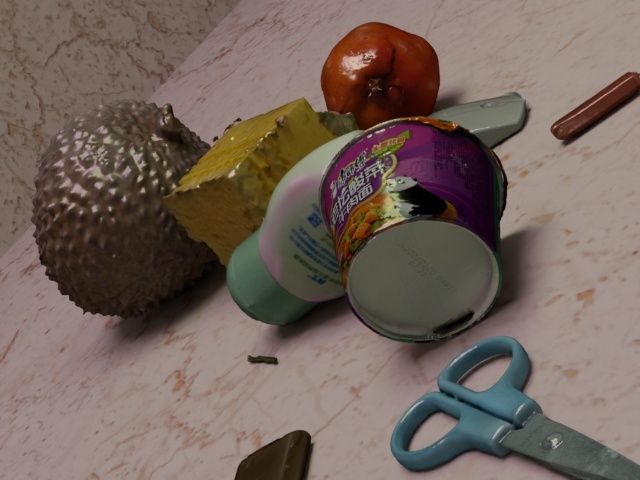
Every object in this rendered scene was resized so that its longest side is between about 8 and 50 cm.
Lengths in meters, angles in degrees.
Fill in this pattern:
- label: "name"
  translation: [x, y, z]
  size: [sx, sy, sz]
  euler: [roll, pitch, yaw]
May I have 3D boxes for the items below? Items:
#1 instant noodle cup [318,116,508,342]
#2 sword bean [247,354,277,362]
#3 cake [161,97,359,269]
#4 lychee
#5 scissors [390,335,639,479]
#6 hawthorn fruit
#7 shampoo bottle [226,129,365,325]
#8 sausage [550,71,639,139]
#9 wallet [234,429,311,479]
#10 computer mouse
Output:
- label: "instant noodle cup"
  translation: [0.123, -0.002, 1.704]
  size: [0.251, 0.251, 0.190]
  euler: [-32, 30, 20]
- label: "sword bean"
  translation: [-0.085, 0.174, 1.991]
  size: [0.012, 0.012, 0.083]
  euler: [-49, 21, -25]
- label: "cake"
  translation: [-0.068, -0.097, 2.235]
  size: [0.227, 0.222, 0.286]
  euler: [-11, 33, 50]
- label: "lychee"
  translation: [-0.339, -0.058, 2.434]
  size: [0.380, 0.380, 0.432]
  euler: [-75, 9, -58]
- label: "scissors"
  translation: [0.217, 0.199, 1.378]
  size: [0.192, 0.029, 0.447]
  euler: [-44, 20, -12]
- label: "hawthorn fruit"
  translation: [0.097, -0.261, 2.281]
  size: [0.211, 0.211, 0.299]
  euler: [-34, 5, 13]
- label: "shampoo bottle"
  translation: [0.000, 0.000, 1.951]
  size: [0.349, 0.221, 0.151]
  euler: [-40, 34, 37]
- label: "sausage"
  translation: [0.390, -0.189, 1.905]
  size: [0.147, 0.035, 0.030]
  euler: [-33, 1, 11]
- label: "wallet"
  translation: [-0.068, 0.313, 1.634]
  size: [0.110, 0.031, 0.198]
  euler: [-31, 21, 23]
- label: "computer mouse"
  translation: [0.215, -0.172, 2.123]
  size: [0.230, 0.079, 0.128]
  euler: [-30, 24, 14]
